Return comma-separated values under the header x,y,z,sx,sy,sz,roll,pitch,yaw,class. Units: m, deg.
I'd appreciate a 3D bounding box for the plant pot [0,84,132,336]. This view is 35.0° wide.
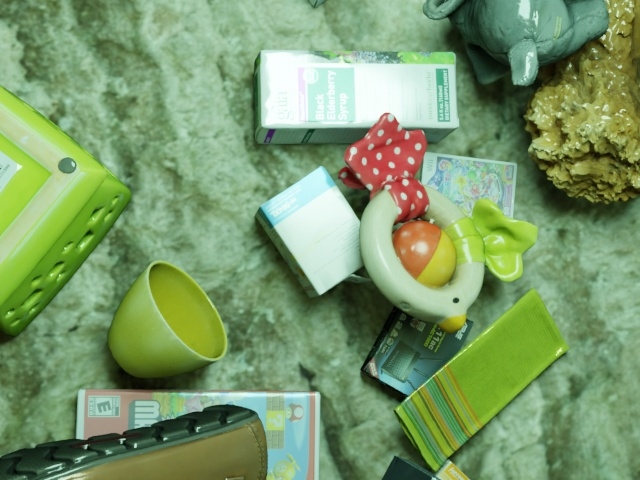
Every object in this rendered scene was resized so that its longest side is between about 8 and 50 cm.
x,y,z,sx,sy,sz,roll,pitch,yaw,class
-0.361,-0.047,1.101,0.227,0.207,0.228,38,80,-3,plant pot

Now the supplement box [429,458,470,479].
x,y,z,sx,sy,sz,roll,pitch,yaw,class
0.142,0.321,1.226,0.062,0.036,0.098,43,80,-4,supplement box

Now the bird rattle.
x,y,z,sx,sy,sz,roll,pitch,yaw,class
0.121,-0.012,1.152,0.253,0.143,0.207,41,46,-22,bird rattle

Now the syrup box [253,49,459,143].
x,y,z,sx,sy,sz,roll,pitch,yaw,class
0.039,-0.171,1.225,0.237,0.096,0.093,-1,84,-9,syrup box

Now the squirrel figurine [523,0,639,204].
x,y,z,sx,sy,sz,roll,pitch,yaw,class
0.441,-0.135,1.230,0.397,0.281,0.370,3,95,6,squirrel figurine

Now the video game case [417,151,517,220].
x,y,z,sx,sy,sz,roll,pitch,yaw,class
0.185,-0.061,1.279,0.122,0.011,0.087,6,84,-7,video game case

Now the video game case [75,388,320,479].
x,y,z,sx,sy,sz,roll,pitch,yaw,class
-0.144,0.278,1.195,0.285,0.025,0.204,2,85,-8,video game case

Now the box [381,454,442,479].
x,y,z,sx,sy,sz,roll,pitch,yaw,class
0.159,0.390,1.157,0.261,0.103,0.184,34,83,-22,box

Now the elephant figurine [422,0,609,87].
x,y,z,sx,sy,sz,roll,pitch,yaw,class
0.205,-0.266,1.181,0.186,0.239,0.169,-17,101,-32,elephant figurine

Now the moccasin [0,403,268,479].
x,y,z,sx,sy,sz,roll,pitch,yaw,class
-0.233,0.281,1.080,0.380,0.139,0.147,-9,94,-34,moccasin

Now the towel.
x,y,z,sx,sy,sz,roll,pitch,yaw,class
0.198,0.168,1.230,0.237,0.021,0.102,-39,114,-15,towel

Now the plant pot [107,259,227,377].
x,y,z,sx,sy,sz,roll,pitch,yaw,class
-0.186,0.105,1.162,0.095,0.134,0.134,-36,91,16,plant pot

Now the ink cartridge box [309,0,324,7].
x,y,z,sx,sy,sz,roll,pitch,yaw,class
0.013,-0.445,1.270,0.223,0.045,0.224,-38,91,-9,ink cartridge box

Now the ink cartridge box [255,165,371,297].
x,y,z,sx,sy,sz,roll,pitch,yaw,class
0.000,0.000,1.205,0.090,0.092,0.143,-33,90,-9,ink cartridge box

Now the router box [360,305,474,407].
x,y,z,sx,sy,sz,roll,pitch,yaw,class
0.118,0.130,1.238,0.092,0.038,0.122,30,82,-6,router box
